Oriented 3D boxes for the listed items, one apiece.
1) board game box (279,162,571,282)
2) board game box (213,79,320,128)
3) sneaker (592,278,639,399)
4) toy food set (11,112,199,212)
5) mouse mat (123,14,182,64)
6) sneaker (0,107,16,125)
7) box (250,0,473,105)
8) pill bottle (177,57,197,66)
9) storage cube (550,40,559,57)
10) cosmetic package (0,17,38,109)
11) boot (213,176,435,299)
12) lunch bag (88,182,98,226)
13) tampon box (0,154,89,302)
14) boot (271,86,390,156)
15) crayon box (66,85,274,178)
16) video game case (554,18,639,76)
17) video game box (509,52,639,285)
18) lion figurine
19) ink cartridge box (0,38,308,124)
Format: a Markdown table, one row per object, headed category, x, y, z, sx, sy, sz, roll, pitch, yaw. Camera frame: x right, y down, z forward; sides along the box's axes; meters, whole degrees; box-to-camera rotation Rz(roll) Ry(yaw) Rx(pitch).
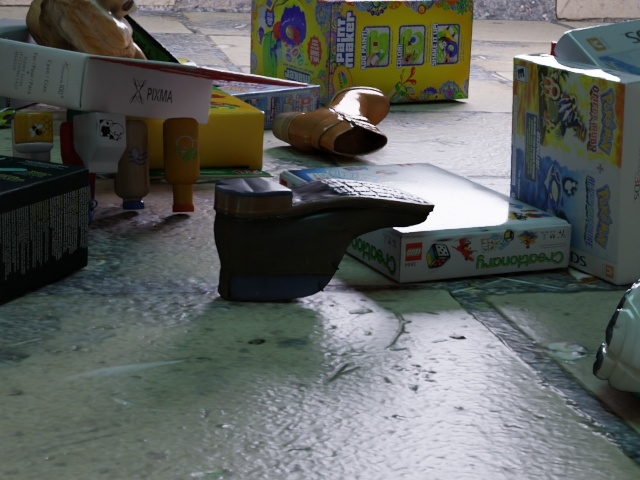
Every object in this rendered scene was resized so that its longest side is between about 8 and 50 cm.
| category | x | y | z | sx | sy | sz | roll | pitch | yaw |
| --- | --- | --- | --- | --- | --- | --- | --- | --- | --- |
| board game box | 0.101 | -0.025 | 1.598 | 0.193 | 0.053 | 0.305 | -5 | 16 | -23 |
| board game box | -0.132 | -0.205 | 2.252 | 0.194 | 0.060 | 0.194 | 11 | 15 | 28 |
| sneaker | 0.305 | 0.076 | 1.210 | 0.110 | 0.107 | 0.275 | 29 | 28 | 19 |
| toy food set | -0.240 | -0.079 | 1.617 | 0.111 | 0.104 | 0.232 | -2 | 0 | 41 |
| mouse mat | -0.272 | -0.298 | 2.291 | 0.190 | 0.007 | 0.152 | 41 | -13 | 9 |
| sneaker | -0.466 | -0.169 | 2.117 | 0.035 | 0.031 | 0.083 | -4 | 4 | 34 |
| box | 0.066 | -0.341 | 2.594 | 0.279 | 0.177 | 0.290 | -6 | 17 | -29 |
| pill bottle | -0.249 | -0.256 | 2.417 | 0.065 | 0.065 | 0.116 | 11 | 17 | 30 |
| storage cube | 0.396 | -0.137 | 1.815 | 0.184 | 0.193 | 0.215 | -8 | 19 | -36 |
| cosmetic package | -0.493 | -0.263 | 2.281 | 0.107 | 0.127 | 0.238 | 6 | 16 | 18 |
| boot | 0.000 | 0.000 | 1.398 | 0.219 | 0.106 | 0.082 | 1 | 15 | -23 |
| lunch bag | -0.278 | -0.037 | 1.542 | 0.098 | 0.067 | 0.065 | 3 | 14 | 3 |
| tampon box | -0.304 | -0.014 | 1.377 | 0.120 | 0.101 | 0.161 | 9 | 15 | 22 |
| boot | 0.049 | -0.156 | 2.078 | 0.197 | 0.073 | 0.152 | -20 | 23 | -29 |
| crayon box | -0.200 | -0.147 | 1.966 | 0.202 | 0.081 | 0.318 | -3 | 16 | -22 |
| video game case | 0.447 | -0.120 | 1.600 | 0.300 | 0.036 | 0.329 | -15 | 58 | -39 |
| video game box | 0.262 | -0.075 | 1.526 | 0.048 | 0.205 | 0.187 | -10 | 18 | -29 |
| lion figurine | -0.355 | -0.297 | 2.201 | 0.240 | 0.142 | 0.392 | 43 | -14 | -30 |
| ink cartridge box | -0.191 | -0.168 | 1.671 | 0.261 | 0.066 | 0.296 | 11 | 6 | 22 |
